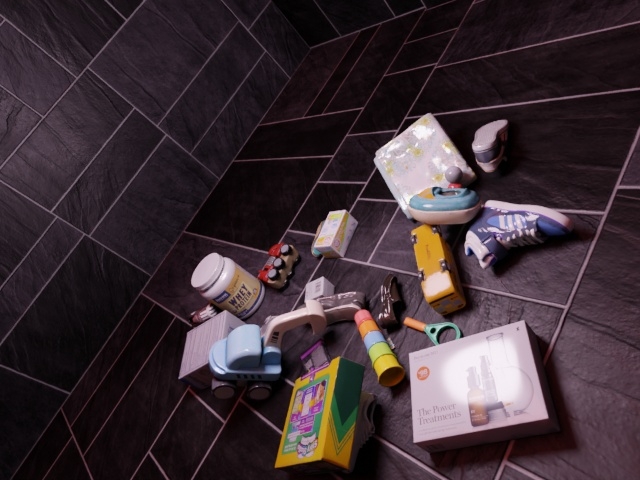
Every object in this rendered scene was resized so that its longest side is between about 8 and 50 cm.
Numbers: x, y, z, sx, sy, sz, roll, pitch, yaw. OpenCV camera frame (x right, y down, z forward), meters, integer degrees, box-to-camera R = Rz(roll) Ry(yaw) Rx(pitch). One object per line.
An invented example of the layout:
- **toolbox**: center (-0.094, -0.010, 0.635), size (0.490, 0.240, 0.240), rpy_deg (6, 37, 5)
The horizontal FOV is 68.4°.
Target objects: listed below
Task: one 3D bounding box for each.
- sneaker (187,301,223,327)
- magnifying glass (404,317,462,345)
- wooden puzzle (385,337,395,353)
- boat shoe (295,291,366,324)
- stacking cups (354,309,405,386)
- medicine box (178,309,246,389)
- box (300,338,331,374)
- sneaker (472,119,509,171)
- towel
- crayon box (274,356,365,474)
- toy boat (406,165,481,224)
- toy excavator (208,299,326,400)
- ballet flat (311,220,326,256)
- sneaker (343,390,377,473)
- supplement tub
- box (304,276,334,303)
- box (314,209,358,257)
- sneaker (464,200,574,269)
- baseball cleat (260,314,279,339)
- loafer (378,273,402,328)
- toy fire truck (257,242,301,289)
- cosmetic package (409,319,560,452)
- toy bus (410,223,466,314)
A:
- **sneaker**: center (-0.602, 0.374, 2.424), size (0.162, 0.107, 0.281), rpy_deg (-27, -3, -4)
- **magnifying glass**: center (0.375, 0.304, 1.591), size (0.230, 0.026, 0.092), rpy_deg (13, 66, 54)
- **wooden puzzle**: center (0.239, 0.379, 1.684), size (0.049, 0.006, 0.083), rpy_deg (-41, 35, 12)
- **boat shoe**: center (0.045, 0.275, 1.928), size (0.334, 0.112, 0.096), rpy_deg (-12, 35, 36)
- **stacking cups**: center (0.189, 0.369, 1.663), size (0.096, 0.096, 0.316), rpy_deg (-43, 33, 8)
- **medicine box**: center (-0.514, 0.526, 2.256), size (0.289, 0.149, 0.264), rpy_deg (-32, 37, 24)
- **box**: center (-0.014, 0.480, 1.848), size (0.116, 0.029, 0.162), rpy_deg (-42, 33, 11)
- **sneaker**: center (0.675, -0.373, 1.857), size (0.126, 0.128, 0.321), rpy_deg (-7, 26, 37)
- **towel**: center (0.425, -0.313, 1.985), size (0.320, 0.090, 0.375), rpy_deg (-36, 61, 21)
- **crayon box**: center (-0.005, 0.587, 1.552), size (0.363, 0.106, 0.313), rpy_deg (-46, 26, 52)
- **toy boat**: center (0.464, -0.167, 1.735), size (0.267, 0.148, 0.318), rpy_deg (0, 23, 30)
- **toy excavator**: center (-0.221, 0.420, 1.885), size (0.223, 0.431, 0.446), rpy_deg (-102, 21, -50)
- **ballet flat**: center (0.000, 0.000, 2.294), size (0.067, 0.073, 0.206), rpy_deg (-47, 18, 57)
- **sneaker**: center (0.123, 0.610, 1.510), size (0.091, 0.094, 0.258), rpy_deg (-2, 61, 29)
- **supplement tub**: center (-0.457, 0.226, 2.339), size (0.228, 0.316, 0.229), rpy_deg (-29, 38, 26)
- **box**: center (-0.003, 0.232, 2.030), size (0.101, 0.087, 0.101), rpy_deg (-28, 39, 29)
- **box**: center (0.073, -0.027, 2.188), size (0.114, 0.103, 0.203), rpy_deg (-4, 54, 47)
- **sneaker**: center (0.624, 0.006, 1.533), size (0.322, 0.130, 0.237), rpy_deg (20, 81, 51)
- **baseball cleat**: center (-0.258, 0.425, 2.158), size (0.205, 0.072, 0.109), rpy_deg (-40, 21, 5)
- **loafer**: center (0.271, 0.225, 1.752), size (0.078, 0.080, 0.220), rpy_deg (-9, 54, 31)
- **toy fire truck**: center (-0.237, 0.132, 2.367), size (0.246, 0.158, 0.217), rpy_deg (6, 61, 39)
- **cosmetic package**: center (0.442, 0.419, 1.342), size (0.377, 0.097, 0.285), rpy_deg (-26, 37, 30)
- **toy bus**: center (0.413, 0.086, 1.669), size (0.108, 0.130, 0.333), rpy_deg (-30, 38, 26)
